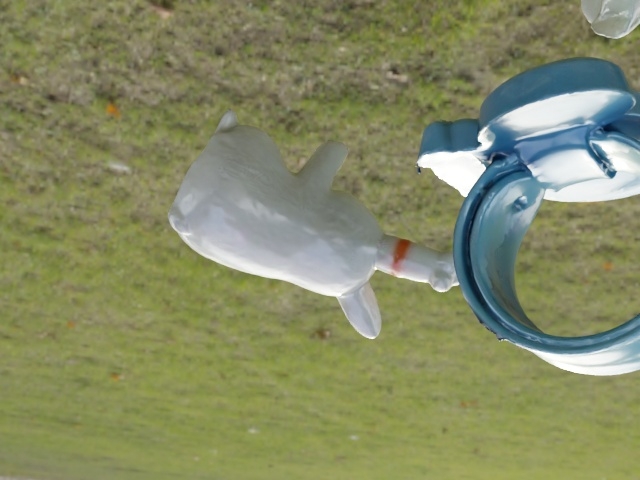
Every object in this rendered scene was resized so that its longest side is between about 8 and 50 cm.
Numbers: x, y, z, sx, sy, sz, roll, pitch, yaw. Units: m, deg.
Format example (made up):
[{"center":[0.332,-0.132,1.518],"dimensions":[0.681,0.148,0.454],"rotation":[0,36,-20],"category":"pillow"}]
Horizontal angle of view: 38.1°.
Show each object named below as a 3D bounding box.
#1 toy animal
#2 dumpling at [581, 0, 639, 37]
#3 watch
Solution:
[{"center":[-0.005,-0.011,0.920],"dimensions":[0.282,0.138,0.140],"rotation":[20,128,-9],"category":"toy animal"},{"center":[0.535,-0.453,1.589],"dimensions":[0.124,0.229,0.151],"rotation":[34,-172,-30],"category":"dumpling"},{"center":[0.178,-0.004,0.659],"dimensions":[0.211,0.193,0.211],"rotation":[-3,160,-1],"category":"watch"}]
